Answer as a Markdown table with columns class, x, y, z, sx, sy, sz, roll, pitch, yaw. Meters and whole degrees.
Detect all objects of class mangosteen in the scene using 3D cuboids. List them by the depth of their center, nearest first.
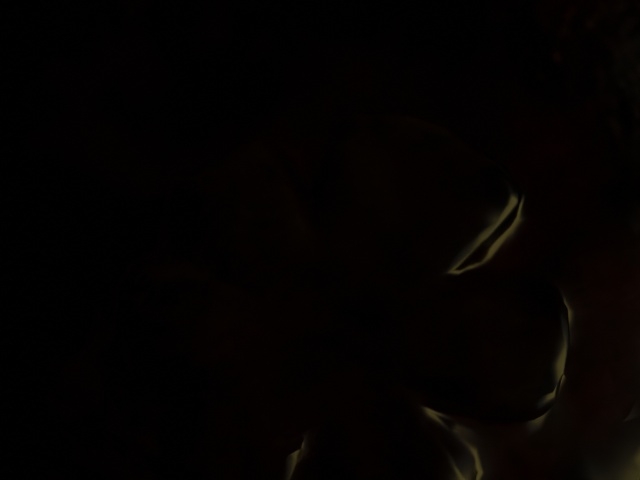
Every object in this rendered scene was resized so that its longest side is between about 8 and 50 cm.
| class | x | y | z | sx | sy | sz | roll | pitch | yaw |
| --- | --- | --- | --- | --- | --- | --- | --- | --- | --- |
| mangosteen | 0.000 | 0.000 | 0.568 | 0.359 | 0.306 | 0.306 | -101 | -149 | -81 |
